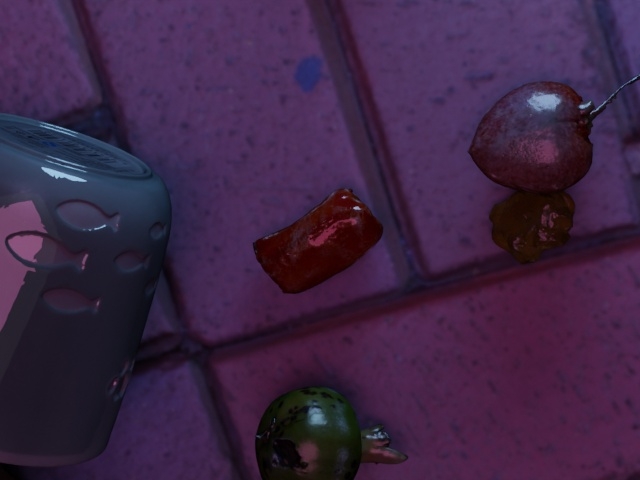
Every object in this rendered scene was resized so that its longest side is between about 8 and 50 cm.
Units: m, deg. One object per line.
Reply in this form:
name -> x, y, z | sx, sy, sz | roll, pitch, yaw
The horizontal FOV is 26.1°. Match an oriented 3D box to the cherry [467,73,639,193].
cherry -> 0.249, -0.104, 1.295 | 0.225, 0.090, 0.107 | -12, 66, 3

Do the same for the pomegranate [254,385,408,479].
pomegranate -> 0.007, 0.206, 1.379 | 0.161, 0.122, 0.122 | 4, 102, -19

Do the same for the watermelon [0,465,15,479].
watermelon -> -0.412, 0.255, 1.476 | 0.245, 0.063, 0.119 | 31, 85, 7

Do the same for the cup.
cup -> -0.318, 0.028, 1.276 | 0.259, 0.356, 0.275 | 28, 102, 40

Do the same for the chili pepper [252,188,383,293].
chili pepper -> 0.000, 0.000, 1.361 | 0.123, 0.070, 0.073 | -34, 77, 15

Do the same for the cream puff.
cream puff -> 0.209, -0.017, 1.335 | 0.058, 0.083, 0.083 | 26, 93, -42
